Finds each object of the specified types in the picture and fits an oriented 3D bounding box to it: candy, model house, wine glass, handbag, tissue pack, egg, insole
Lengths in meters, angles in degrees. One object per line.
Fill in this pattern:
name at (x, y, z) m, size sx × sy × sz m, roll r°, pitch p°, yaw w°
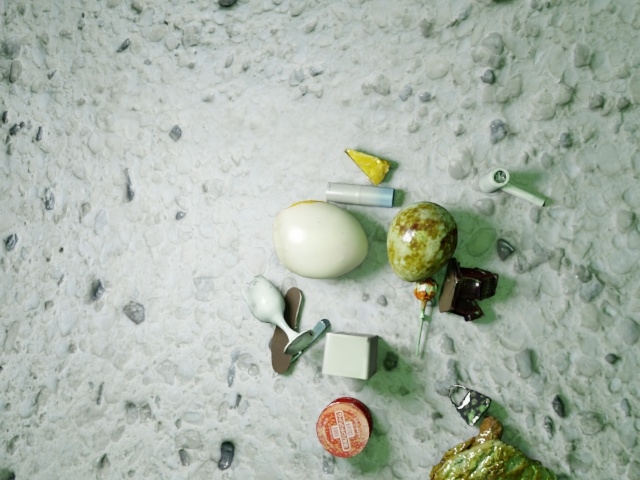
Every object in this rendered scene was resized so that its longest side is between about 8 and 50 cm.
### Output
candy at (0.365, 0.270, 1.875) m, size 0.084 × 0.078 × 0.288 m, roll 6°, pitch 89°, yaw 30°
model house at (0.516, 0.181, 1.838) m, size 0.164 × 0.141 × 0.203 m, roll 10°, pitch 107°, yaw -8°
wine glass at (-0.162, 0.270, 1.935) m, size 0.143 × 0.143 × 0.321 m, roll -47°, pitch 61°, yaw 4°
handbag at (0.503, 0.551, 1.816) m, size 0.139 × 0.072 × 0.115 m, roll 38°, pitch 95°, yaw 27°
tissue pack at (0.109, 0.390, 1.826) m, size 0.159 × 0.246 × 0.136 m, roll 3°, pitch 84°, yaw 14°
egg at (0.000, 0.000, 1.881) m, size 0.344 × 0.283 × 0.283 m, roll 10°, pitch 86°, yaw 12°
egg at (0.346, 0.008, 1.823) m, size 0.238 × 0.238 × 0.290 m, roll 17°, pitch 97°, yaw 14°
insole at (-0.131, 0.337, 1.993) m, size 0.111 × 0.007 × 0.328 m, roll 7°, pitch 82°, yaw 33°

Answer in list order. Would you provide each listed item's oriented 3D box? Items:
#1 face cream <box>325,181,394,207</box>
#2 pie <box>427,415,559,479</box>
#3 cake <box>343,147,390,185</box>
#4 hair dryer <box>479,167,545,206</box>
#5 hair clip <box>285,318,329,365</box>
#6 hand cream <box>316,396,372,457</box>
face cream at (0.148, -0.170, 1.969) m, size 0.249 × 0.077 × 0.077 m, roll 7°, pitch 85°, yaw 13°
pie at (0.573, 0.841, 1.706) m, size 0.395 × 0.180 × 0.418 m, roll -42°, pitch 83°, yaw 4°
cake at (0.164, -0.269, 1.982) m, size 0.184 × 0.080 × 0.116 m, roll 16°, pitch 85°, yaw 5°
hair dryer at (0.678, -0.172, 1.836) m, size 0.236 × 0.131 × 0.073 m, roll 27°, pitch 87°, yaw 1°
hair clip at (-0.051, 0.385, 1.968) m, size 0.039 × 0.070 × 0.229 m, roll 41°, pitch 101°, yaw 11°
hand cream at (0.088, 0.654, 1.863) m, size 0.193 × 0.125 × 0.193 m, roll -2°, pitch 82°, yaw 13°
